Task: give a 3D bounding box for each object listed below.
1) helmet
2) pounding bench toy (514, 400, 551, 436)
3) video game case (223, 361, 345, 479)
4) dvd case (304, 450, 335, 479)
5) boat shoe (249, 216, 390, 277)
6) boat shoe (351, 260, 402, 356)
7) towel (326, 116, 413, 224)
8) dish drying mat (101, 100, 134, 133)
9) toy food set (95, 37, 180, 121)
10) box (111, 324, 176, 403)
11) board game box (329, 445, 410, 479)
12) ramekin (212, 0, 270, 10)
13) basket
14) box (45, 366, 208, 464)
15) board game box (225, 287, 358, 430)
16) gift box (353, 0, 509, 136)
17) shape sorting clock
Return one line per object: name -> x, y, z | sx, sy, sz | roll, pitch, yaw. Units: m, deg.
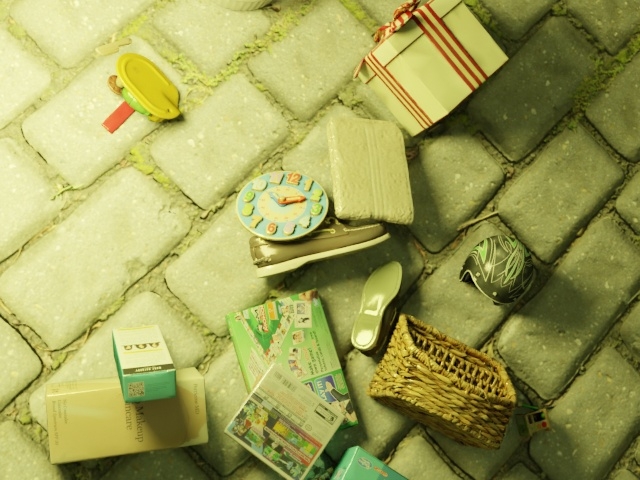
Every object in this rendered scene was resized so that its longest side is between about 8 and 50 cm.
helmet -> 0.418, 0.070, 2.080 | 0.169, 0.161, 0.169 | 3, 78, -15
pounding bench toy -> 0.500, 0.414, 2.094 | 0.065, 0.052, 0.083 | -12, 83, -18
video game case -> -0.076, 0.394, 1.903 | 0.201, 0.023, 0.183 | 39, 72, -7
dvd case -> -0.011, 0.518, 1.949 | 0.087, 0.013, 0.119 | -29, 89, -19
boat shoe -> 0.000, 0.000, 2.003 | 0.324, 0.116, 0.096 | -15, 86, -13
boat shoe -> 0.134, 0.156, 2.035 | 0.081, 0.068, 0.227 | 13, 67, 28
towel -> 0.112, -0.164, 2.066 | 0.187, 0.049, 0.282 | 4, 60, -14
dish drying mat -> -0.451, -0.277, 1.983 | 0.032, 0.008, 0.083 | 42, 70, -7
toy food set -> -0.410, -0.344, 1.981 | 0.218, 0.071, 0.128 | 48, 37, -8
box -> -0.357, 0.243, 1.782 | 0.101, 0.244, 0.060 | -4, 107, -17
board game box -> 0.094, 0.652, 1.890 | 0.254, 0.079, 0.336 | 35, 63, -8
ramekin -> -0.185, -0.663, 2.072 | 0.273, 0.127, 0.272 | 3, 78, -16
basket -> 0.290, 0.304, 1.970 | 0.299, 0.213, 0.223 | 29, 74, -9
box -> -0.393, 0.352, 1.804 | 0.311, 0.121, 0.148 | -6, 93, -16
board game box -> -0.064, 0.286, 1.962 | 0.214, 0.046, 0.317 | -15, 84, -17
gift box -> 0.237, -0.419, 2.079 | 0.276, 0.255, 0.258 | -41, 94, -23
shape sorting clock -> -0.086, -0.082, 1.979 | 0.206, 0.040, 0.206 | 0, 46, 0
